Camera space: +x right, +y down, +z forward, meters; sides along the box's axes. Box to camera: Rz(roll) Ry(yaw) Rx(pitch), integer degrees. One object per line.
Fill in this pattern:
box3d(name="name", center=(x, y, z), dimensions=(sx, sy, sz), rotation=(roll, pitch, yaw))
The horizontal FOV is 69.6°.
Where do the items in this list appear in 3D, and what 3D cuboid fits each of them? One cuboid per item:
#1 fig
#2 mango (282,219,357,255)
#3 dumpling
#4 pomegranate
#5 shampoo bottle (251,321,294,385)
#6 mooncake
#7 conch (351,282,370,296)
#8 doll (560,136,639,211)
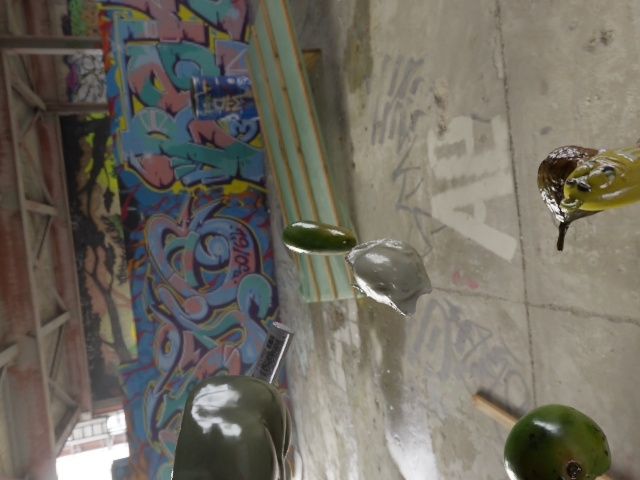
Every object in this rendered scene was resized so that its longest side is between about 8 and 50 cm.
box3d(name="fig", center=(0.899, -0.138, 1.625), dimensions=(0.286, 0.287, 0.368), rotation=(-172, 95, -72))
box3d(name="mango", center=(-0.001, 0.001, 1.131), dimensions=(0.122, 0.191, 0.085), rotation=(56, -133, -71))
box3d(name="dumpling", center=(0.142, 0.063, 0.922), dimensions=(0.199, 0.136, 0.118), rotation=(50, 161, 33))
box3d(name="pomegranate", center=(0.693, 0.631, 1.430), dimensions=(0.216, 0.310, 0.358), rotation=(46, -179, 5))
box3d(name="shampoo bottle", center=(-0.163, 0.391, 1.533), dimensions=(0.086, 0.056, 0.227), rotation=(23, 95, 25))
box3d(name="mooncake", center=(-0.109, 0.308, 0.599), dimensions=(0.275, 0.135, 0.274), rotation=(0, -90, -89))
box3d(name="conch", center=(0.170, 0.146, 1.277), dimensions=(0.088, 0.180, 0.065), rotation=(109, 176, -61))
box3d(name="doll", center=(0.944, -0.203, 1.367), dimensions=(0.348, 0.423, 0.161), rotation=(10, 133, 39))
